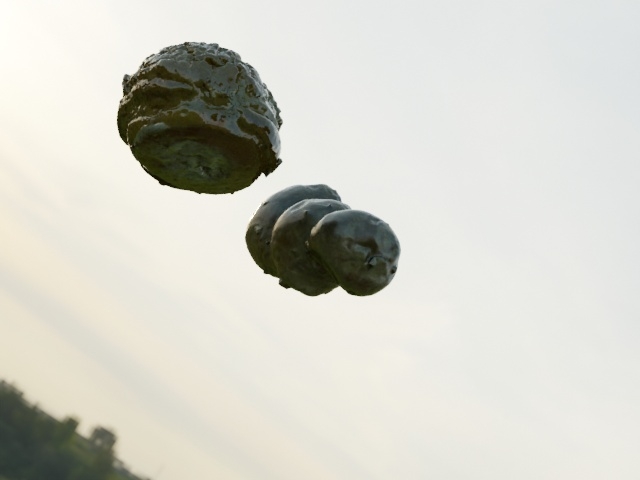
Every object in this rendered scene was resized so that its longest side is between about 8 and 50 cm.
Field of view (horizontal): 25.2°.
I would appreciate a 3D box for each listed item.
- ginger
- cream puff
[{"bbox_3d":[0.000,0.000,1.247,0.080,0.104,0.204,49,-9,-23],"label":"ginger"},{"bbox_3d":[-0.096,-0.103,1.153,0.126,0.103,0.144,-13,-28,24],"label":"cream puff"}]
